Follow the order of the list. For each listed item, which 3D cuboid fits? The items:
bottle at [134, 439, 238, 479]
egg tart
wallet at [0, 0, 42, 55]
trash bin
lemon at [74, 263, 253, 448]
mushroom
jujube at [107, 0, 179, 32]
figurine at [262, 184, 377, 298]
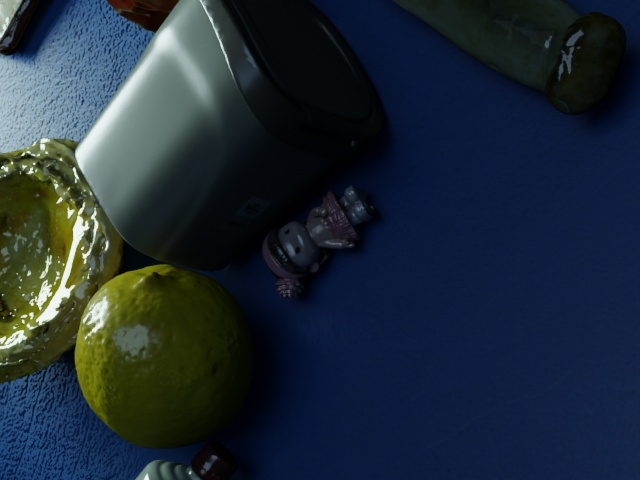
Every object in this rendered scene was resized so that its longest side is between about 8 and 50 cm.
[{"bbox_3d":[-0.171,0.300,1.546,0.245,0.104,0.104,-49,57,11],"label":"bottle"},{"bbox_3d":[-0.311,0.023,1.703,0.288,0.118,0.288,-11,70,31],"label":"egg tart"},{"bbox_3d":[-0.378,-0.410,1.897,0.275,0.068,0.335,37,98,31],"label":"wallet"},{"bbox_3d":[-0.100,-0.118,1.565,0.250,0.220,0.219,-46,56,20],"label":"trash bin"},{"bbox_3d":[-0.153,0.120,1.539,0.178,0.203,0.178,-6,34,4],"label":"lemon"},{"bbox_3d":[0.168,-0.223,1.504,0.312,0.081,0.100,40,95,38],"label":"mushroom"},{"bbox_3d":[-0.167,-0.387,1.680,0.216,0.216,0.342,-23,63,24],"label":"jujube"},{"bbox_3d":[0.000,0.000,1.561,0.129,0.054,0.072,-34,76,11],"label":"figurine"}]
